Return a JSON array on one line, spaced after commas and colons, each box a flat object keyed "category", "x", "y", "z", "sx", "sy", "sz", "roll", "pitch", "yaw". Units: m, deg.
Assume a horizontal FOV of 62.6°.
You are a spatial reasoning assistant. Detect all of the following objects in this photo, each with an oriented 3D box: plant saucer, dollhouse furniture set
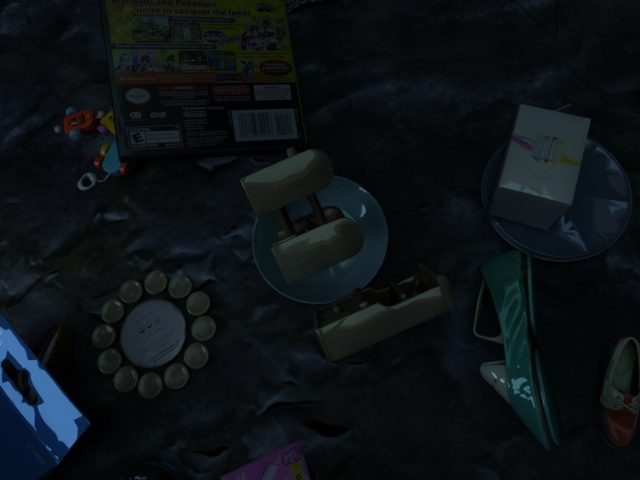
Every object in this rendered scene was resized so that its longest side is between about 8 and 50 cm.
[{"category": "plant saucer", "x": 0.000, "y": 0.000, "z": 0.760, "sx": 0.195, "sy": 0.037, "sz": 0.194, "roll": -2, "pitch": 70, "yaw": 7}, {"category": "dollhouse furniture set", "x": 0.033, "y": -0.006, "z": 0.633, "sx": 0.161, "sy": 0.212, "sz": 0.242, "roll": -24, "pitch": 97, "yaw": 1}]

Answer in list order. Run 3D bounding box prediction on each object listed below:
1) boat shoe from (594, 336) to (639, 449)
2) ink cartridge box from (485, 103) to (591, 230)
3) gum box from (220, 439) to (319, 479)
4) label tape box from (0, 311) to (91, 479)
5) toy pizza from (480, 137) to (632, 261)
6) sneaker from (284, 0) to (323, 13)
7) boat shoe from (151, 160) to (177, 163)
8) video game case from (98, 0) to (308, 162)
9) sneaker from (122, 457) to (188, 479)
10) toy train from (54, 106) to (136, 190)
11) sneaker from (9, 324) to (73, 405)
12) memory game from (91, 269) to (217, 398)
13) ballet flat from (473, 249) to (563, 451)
[{"category": "boat shoe", "x": 0.371, "y": 0.186, "z": 0.647, "sx": 0.049, "sy": 0.043, "sz": 0.136, "roll": 11, "pitch": 75, "yaw": 9}, {"category": "ink cartridge box", "x": 0.286, "y": -0.103, "z": 0.694, "sx": 0.090, "sy": 0.092, "sz": 0.143, "roll": 16, "pitch": 73, "yaw": 12}, {"category": "gum box", "x": -0.043, "y": 0.332, "z": 0.598, "sx": 0.107, "sy": 0.062, "sz": 0.188, "roll": -25, "pitch": 35, "yaw": -3}, {"category": "label tape box", "x": -0.481, "y": 0.274, "z": 0.649, "sx": 0.241, "sy": 0.106, "sz": 0.333, "roll": 40, "pitch": 97, "yaw": 17}, {"category": "toy pizza", "x": 0.328, "y": -0.064, "z": 0.742, "sx": 0.201, "sy": 0.032, "sz": 0.201, "roll": -2, "pitch": 72, "yaw": 6}, {"category": "sneaker", "x": -0.051, "y": -0.442, "z": 0.913, "sx": 0.167, "sy": 0.065, "sz": 0.076, "roll": -10, "pitch": 54, "yaw": 0}, {"category": "boat shoe", "x": -0.248, "y": -0.272, "z": 0.845, "sx": 0.105, "sy": 0.110, "sz": 0.307, "roll": -6, "pitch": 71, "yaw": 4}, {"category": "video game case", "x": -0.169, "y": -0.246, "z": 0.782, "sx": 0.275, "sy": 0.035, "sz": 0.248, "roll": -7, "pitch": 84, "yaw": -20}, {"category": "sneaker", "x": -0.268, "y": 0.418, "z": 0.600, "sx": 0.125, "sy": 0.139, "sz": 0.340, "roll": 26, "pitch": 75, "yaw": 17}, {"category": "toy train", "x": -0.355, "y": -0.154, "z": 0.856, "sx": 0.125, "sy": 0.046, "sz": 0.166, "roll": -24, "pitch": 67, "yaw": 0}, {"category": "sneaker", "x": -0.414, "y": 0.203, "z": 0.728, "sx": 0.084, "sy": 0.069, "sz": 0.185, "roll": 12, "pitch": 72, "yaw": 6}, {"category": "memory game", "x": -0.239, "y": 0.132, "z": 0.760, "sx": 0.186, "sy": 0.012, "sz": 0.186, "roll": -2, "pitch": 71, "yaw": 6}, {"category": "ballet flat", "x": 0.243, "y": 0.135, "z": 0.671, "sx": 0.087, "sy": 0.083, "sz": 0.247, "roll": -13, "pitch": 68, "yaw": 29}]
